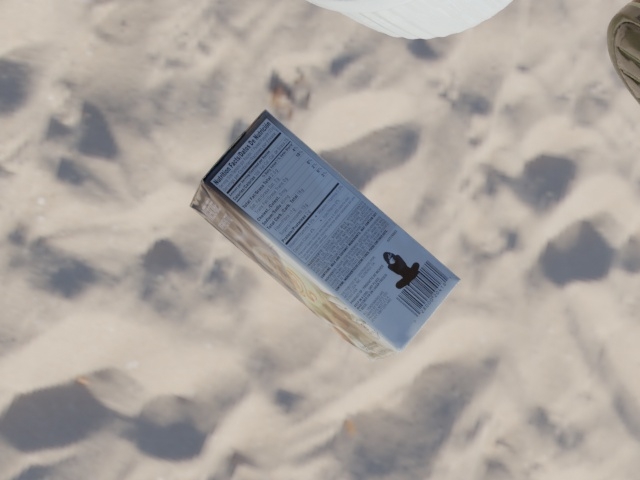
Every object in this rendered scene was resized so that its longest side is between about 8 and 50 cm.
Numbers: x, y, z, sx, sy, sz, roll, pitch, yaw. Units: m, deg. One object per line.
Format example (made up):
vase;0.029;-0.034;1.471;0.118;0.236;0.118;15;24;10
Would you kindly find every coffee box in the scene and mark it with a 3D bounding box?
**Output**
coffee box;0.000;0.000;1.510;0.246;0.141;0.098;41;77;-1

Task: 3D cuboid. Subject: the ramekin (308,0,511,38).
ramekin;0.065;-0.234;1.048;0.109;0.207;0.207;30;79;-53

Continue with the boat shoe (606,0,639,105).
boat shoe;0.319;-0.120;1.235;0.104;0.111;0.307;-45;142;0
